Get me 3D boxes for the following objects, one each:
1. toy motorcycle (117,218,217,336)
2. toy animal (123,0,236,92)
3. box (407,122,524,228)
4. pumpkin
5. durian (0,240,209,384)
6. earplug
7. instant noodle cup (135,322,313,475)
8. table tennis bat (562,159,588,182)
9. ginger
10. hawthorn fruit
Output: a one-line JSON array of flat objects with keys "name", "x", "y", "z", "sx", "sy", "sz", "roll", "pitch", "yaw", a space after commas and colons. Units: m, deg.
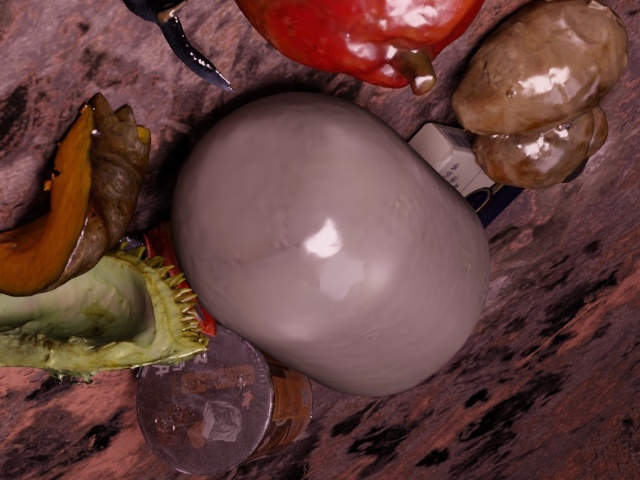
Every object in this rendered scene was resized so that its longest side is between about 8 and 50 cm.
[{"name": "toy motorcycle", "x": -0.211, "y": 0.068, "z": 1.755, "sx": 0.171, "sy": 0.089, "sz": 0.298, "roll": -25, "pitch": 151, "yaw": -12}, {"name": "toy animal", "x": -0.156, "y": -0.225, "z": 1.316, "sx": 0.062, "sy": 0.108, "sz": 0.220, "roll": -37, "pitch": 123, "yaw": 9}, {"name": "box", "x": 0.188, "y": -0.079, "z": 1.985, "sx": 0.259, "sy": 0.071, "sz": 0.168, "roll": 5, "pitch": 134, "yaw": -52}, {"name": "pumpkin", "x": -0.249, "y": -0.017, "z": 1.513, "sx": 0.130, "sy": 0.149, "sz": 0.254, "roll": 15, "pitch": 125, "yaw": -47}, {"name": "durian", "x": -0.292, "y": 0.121, "z": 1.584, "sx": 0.394, "sy": 0.198, "sz": 0.163, "roll": -5, "pitch": 131, "yaw": 15}, {"name": "earplug", "x": 0.000, "y": 0.000, "z": 1.639, "sx": 0.312, "sy": 0.312, "sz": 0.394, "roll": -39, "pitch": 153, "yaw": 9}, {"name": "instant noodle cup", "x": -0.127, "y": 0.232, "z": 2.016, "sx": 0.217, "sy": 0.217, "sz": 0.207, "roll": -41, "pitch": 159, "yaw": 13}, {"name": "table tennis bat", "x": 0.346, "y": -0.163, "z": 2.026, "sx": 0.220, "sy": 0.019, "sz": 0.130, "roll": 35, "pitch": 78, "yaw": -50}, {"name": "ginger", "x": 0.292, "y": -0.178, "z": 1.834, "sx": 0.244, "sy": 0.155, "sz": 0.304, "roll": -34, "pitch": 152, "yaw": -11}, {"name": "hawthorn fruit", "x": 0.046, "y": -0.264, "z": 1.251, "sx": 0.265, "sy": 0.307, "sz": 0.265, "roll": -20, "pitch": 153, "yaw": -11}]
